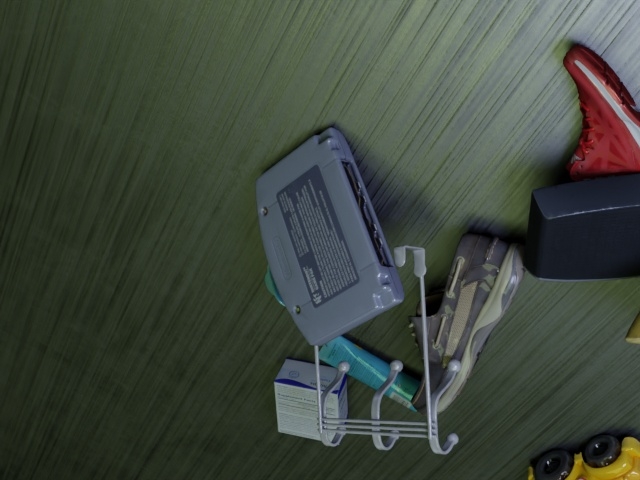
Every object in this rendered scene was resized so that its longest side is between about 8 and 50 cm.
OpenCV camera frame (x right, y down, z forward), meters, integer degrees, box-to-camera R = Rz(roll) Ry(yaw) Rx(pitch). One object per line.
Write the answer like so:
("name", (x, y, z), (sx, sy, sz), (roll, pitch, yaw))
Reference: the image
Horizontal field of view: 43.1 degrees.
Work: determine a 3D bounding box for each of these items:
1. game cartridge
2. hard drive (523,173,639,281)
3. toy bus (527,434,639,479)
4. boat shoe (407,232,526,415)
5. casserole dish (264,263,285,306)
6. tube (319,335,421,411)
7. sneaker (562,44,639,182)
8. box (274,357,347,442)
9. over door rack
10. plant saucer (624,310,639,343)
("game cartridge", (0.000, 0.000, 1.241), (0.196, 0.060, 0.294), (-31, 67, 30))
("hard drive", (0.418, -0.014, 1.119), (0.255, 0.054, 0.172), (-6, 136, 2))
("toy bus", (0.471, 0.465, 1.386), (0.220, 0.211, 0.149), (-32, 106, 32))
("boat shoe", (0.216, 0.132, 1.320), (0.130, 0.132, 0.355), (29, 119, 12))
("casserole dish", (-0.004, 0.064, 1.394), (0.189, 0.037, 0.114), (-2, 122, 22))
("tube", (0.095, 0.239, 1.472), (0.207, 0.052, 0.080), (29, 123, 6))
("sneaker", (0.365, -0.147, 1.091), (0.128, 0.087, 0.221), (-34, 105, 33))
("box", (-0.016, 0.305, 1.537), (0.126, 0.072, 0.137), (8, 125, 15))
("over door rack", (0.090, 0.168, 1.288), (0.240, 0.108, 0.324), (-8, 93, 39))
("plant saucer", (0.609, 0.079, 1.045), (0.333, 0.080, 0.333), (-18, 160, 40))
